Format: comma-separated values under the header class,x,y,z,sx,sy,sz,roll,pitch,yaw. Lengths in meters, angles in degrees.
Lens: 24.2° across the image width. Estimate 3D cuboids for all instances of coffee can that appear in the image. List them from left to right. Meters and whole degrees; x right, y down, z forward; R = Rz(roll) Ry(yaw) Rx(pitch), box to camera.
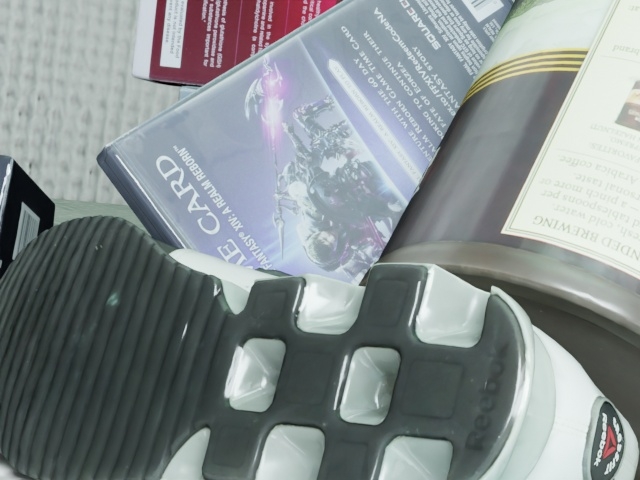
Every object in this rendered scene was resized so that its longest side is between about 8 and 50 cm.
class,x,y,z,sx,sy,sz,roll,pitch,yaw
coffee can,0.163,-0.035,0.739,0.202,0.275,0.201,23,-27,12

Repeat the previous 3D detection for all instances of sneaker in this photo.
class,x,y,z,sx,sy,sz,roll,pitch,yaw
sneaker,-0.018,0.073,0.646,0.331,0.122,0.146,9,-14,42

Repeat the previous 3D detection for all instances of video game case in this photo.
class,x,y,z,sx,sy,sz,roll,pitch,yaw
video game case,0.041,-0.035,0.818,0.274,0.196,0.026,-36,-2,-30

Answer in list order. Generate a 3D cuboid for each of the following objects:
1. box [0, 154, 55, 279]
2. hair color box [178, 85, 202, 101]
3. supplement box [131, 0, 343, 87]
class,x,y,z,sx,sy,sz,roll,pitch,yaw
box,-0.295,-0.012,1.113,0.158,0.093,0.156,7,-11,2
hair color box,0.000,0.000,1.035,0.114,0.185,0.374,7,4,11
supplement box,0.005,-0.156,0.987,0.239,0.130,0.073,8,3,7
